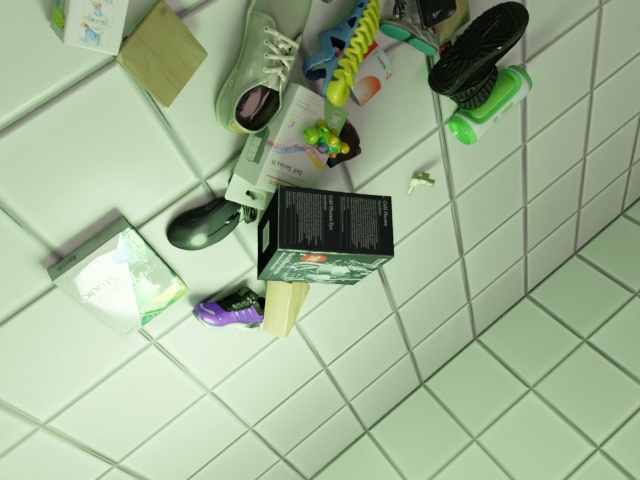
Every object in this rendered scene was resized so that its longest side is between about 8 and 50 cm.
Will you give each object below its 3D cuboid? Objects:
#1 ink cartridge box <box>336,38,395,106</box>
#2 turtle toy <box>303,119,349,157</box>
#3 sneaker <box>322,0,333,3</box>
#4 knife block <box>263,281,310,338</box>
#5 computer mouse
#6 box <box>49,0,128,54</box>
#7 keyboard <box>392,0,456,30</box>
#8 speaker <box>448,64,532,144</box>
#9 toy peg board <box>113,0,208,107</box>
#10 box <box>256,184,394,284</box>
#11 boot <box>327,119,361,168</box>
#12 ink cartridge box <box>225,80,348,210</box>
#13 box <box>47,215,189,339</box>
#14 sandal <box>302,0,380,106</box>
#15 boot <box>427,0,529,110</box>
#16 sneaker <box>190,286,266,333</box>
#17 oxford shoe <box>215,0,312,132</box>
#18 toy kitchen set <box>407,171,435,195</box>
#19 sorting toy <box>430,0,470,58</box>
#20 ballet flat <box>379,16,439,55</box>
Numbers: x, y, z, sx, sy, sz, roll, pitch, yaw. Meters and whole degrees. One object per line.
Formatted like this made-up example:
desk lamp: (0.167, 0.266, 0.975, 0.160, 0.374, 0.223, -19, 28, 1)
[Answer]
ink cartridge box: (0.126, -0.490, 1.568, 0.145, 0.045, 0.179, -44, 143, -3)
turtle toy: (0.010, -0.260, 1.431, 0.066, 0.095, 0.130, -45, 139, 16)
sneaker: (0.051, -0.667, 1.315, 0.081, 0.094, 0.209, 22, 108, -6)
knife block: (-0.122, 0.152, 1.789, 0.276, 0.088, 0.242, -65, 157, -18)
computer mouse: (-0.295, -0.054, 1.548, 0.272, 0.072, 0.189, -32, 139, -16)
box: (-0.428, -0.474, 1.043, 0.103, 0.114, 0.203, 1, 122, -40)
keyboard: (0.250, -0.710, 1.455, 0.201, 0.033, 0.317, -31, 126, -11)
speaker: (0.587, -0.468, 1.919, 0.296, 0.131, 0.131, -43, 140, -3)
toy peg board: (-0.359, -0.407, 1.207, 0.161, 0.079, 0.161, -57, 142, -11)
box: (0.000, 0.000, 1.560, 0.312, 0.179, 0.343, 3, 162, -15)
boot: (0.055, -0.284, 1.628, 0.106, 0.082, 0.219, -35, 157, -2)
ink cartridge box: (-0.092, -0.231, 1.500, 0.207, 0.119, 0.354, 15, 104, -47)
box: (-0.529, 0.110, 1.496, 0.232, 0.058, 0.322, -38, 141, -9)
sandal: (0.054, -0.510, 1.425, 0.317, 0.138, 0.126, -64, 164, -7)
boot: (0.512, -0.557, 1.706, 0.348, 0.131, 0.260, -37, 157, 33)
sneaker: (-0.277, 0.207, 1.772, 0.293, 0.102, 0.146, 17, 108, -53)
oxford shoe: (-0.115, -0.450, 1.328, 0.169, 0.130, 0.449, 10, 114, -43)
toy kitchen set: (0.365, -0.200, 2.006, 0.068, 0.083, 0.075, -64, 168, -55)
sorting toy: (0.371, -0.666, 1.627, 0.132, 0.046, 0.274, -38, 139, -9)
ballet flat: (0.253, -0.594, 1.572, 0.213, 0.072, 0.068, 15, 82, -31)
